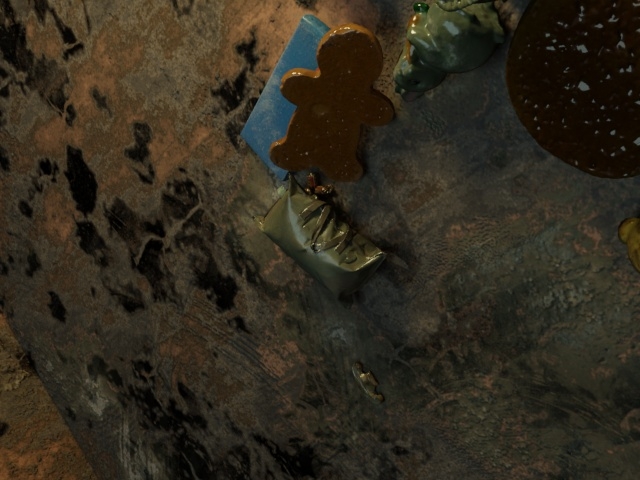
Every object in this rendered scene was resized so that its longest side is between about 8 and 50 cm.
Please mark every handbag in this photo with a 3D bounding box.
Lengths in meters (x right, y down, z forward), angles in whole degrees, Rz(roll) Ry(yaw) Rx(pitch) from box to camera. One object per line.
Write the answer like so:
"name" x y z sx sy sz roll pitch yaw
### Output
"handbag" 0.000 0.000 1.622 0.270 0.117 0.182 43 132 2

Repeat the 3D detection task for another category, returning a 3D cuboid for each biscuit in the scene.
"biscuit" 0.028 -0.241 1.482 0.205 0.049 0.324 14 134 0
"biscuit" 0.440 -0.248 1.135 0.350 0.070 0.394 43 139 -2

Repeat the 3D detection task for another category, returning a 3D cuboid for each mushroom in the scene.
"mushroom" 0.097 0.300 1.750 0.101 0.019 0.049 55 134 6

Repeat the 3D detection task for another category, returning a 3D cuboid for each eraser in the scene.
"eraser" -0.042 -0.265 1.587 0.144 0.043 0.312 48 133 14

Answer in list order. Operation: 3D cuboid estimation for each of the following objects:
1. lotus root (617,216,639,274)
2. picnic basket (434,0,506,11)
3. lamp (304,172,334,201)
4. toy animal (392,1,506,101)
"lotus root" 0.513 0.020 1.176 0.214 0.138 0.138 26 125 39
"picnic basket" 0.238 -0.410 1.166 0.134 0.196 0.154 -19 97 44
"lamp" -0.011 -0.090 1.655 0.063 0.031 0.083 45 136 18
"toy animal" 0.177 -0.292 1.337 0.251 0.125 0.127 -48 48 49
